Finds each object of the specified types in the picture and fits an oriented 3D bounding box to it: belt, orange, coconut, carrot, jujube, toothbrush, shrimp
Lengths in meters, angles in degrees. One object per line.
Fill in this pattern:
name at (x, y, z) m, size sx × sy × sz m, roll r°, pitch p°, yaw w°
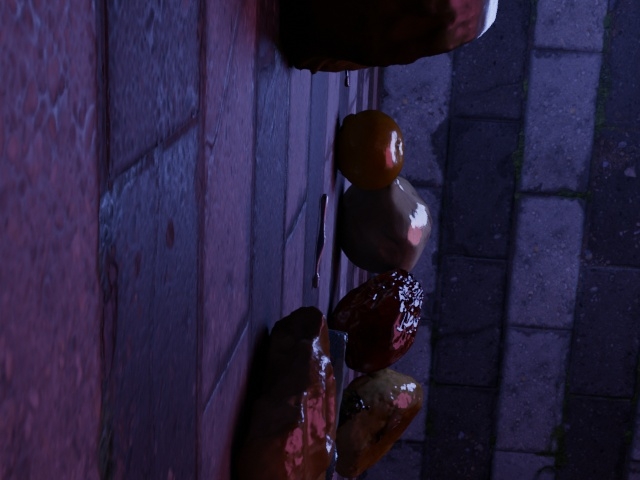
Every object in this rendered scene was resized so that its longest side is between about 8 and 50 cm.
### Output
belt at (-0.001, 0.253, 1.631) m, size 0.087 × 0.072 × 0.302 m, roll 97°, pitch 0°, yaw -49°
orange at (0.090, -0.172, 2.091) m, size 0.154 × 0.134 × 0.155 m, roll 30°, pitch 56°, yaw -59°
coconut at (0.136, -0.039, 2.285) m, size 0.224 × 0.224 × 0.224 m, roll 4°, pitch 90°, yaw -85°
carrot at (0.082, -0.310, 1.241) m, size 0.242 × 0.241 × 0.341 m, roll -79°, pitch 170°, yaw -52°
jujube at (0.120, 0.156, 2.186) m, size 0.236 × 0.168 × 0.168 m, roll -46°, pitch 150°, yaw -36°
toothbrush at (0.000, 0.000, 1.796) m, size 0.017 × 0.014 × 0.162 m, roll 36°, pitch 56°, yaw -67°
shrimp at (0.024, 0.276, 1.731) m, size 0.190 × 0.042 × 0.101 m, roll -29°, pitch -147°, yaw 60°

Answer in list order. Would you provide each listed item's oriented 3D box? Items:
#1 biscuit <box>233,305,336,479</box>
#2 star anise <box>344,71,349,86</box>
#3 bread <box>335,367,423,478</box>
biscuit at (-0.029, 0.214, 1.204) m, size 0.274 × 0.091 × 0.213 m, roll -83°, pitch 172°, yaw -54°
star anise at (0.059, -0.359, 1.927) m, size 0.097 × 0.070 × 0.191 m, roll -29°, pitch 130°, yaw -51°
bread at (0.091, 0.357, 2.196) m, size 0.244 × 0.134 × 0.244 m, roll -39°, pitch 156°, yaw -21°
